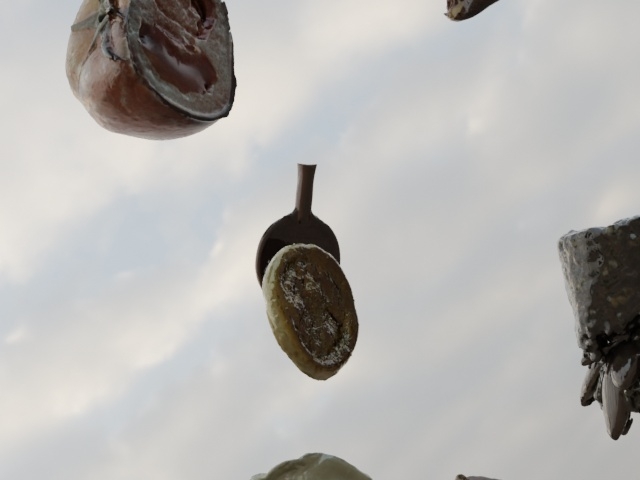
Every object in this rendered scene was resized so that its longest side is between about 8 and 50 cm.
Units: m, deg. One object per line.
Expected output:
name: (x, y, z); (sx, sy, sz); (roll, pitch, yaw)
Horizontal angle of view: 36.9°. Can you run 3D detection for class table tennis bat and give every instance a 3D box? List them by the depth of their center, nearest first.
table tennis bat: (0.000, 0.000, 1.058); (0.108, 0.119, 0.169); (3, -86, -27)

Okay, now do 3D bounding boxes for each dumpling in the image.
dumpling: (-0.016, 0.424, 1.477); (0.258, 0.193, 0.147); (0, -8, -10)

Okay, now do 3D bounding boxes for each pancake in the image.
pancake: (-0.006, 0.073, 1.016); (0.028, 0.158, 0.158); (-21, -18, 32)

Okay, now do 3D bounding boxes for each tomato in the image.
tomato: (-0.199, -0.203, 1.038); (0.155, 0.214, 0.181); (-22, -34, 35)

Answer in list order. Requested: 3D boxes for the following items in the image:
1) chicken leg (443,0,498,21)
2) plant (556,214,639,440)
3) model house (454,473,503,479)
chicken leg: (0.278, -0.274, 0.776); (0.407, 0.095, 0.158); (-17, 3, 22)
plant: (0.449, 0.129, 1.406); (0.194, 0.320, 0.181); (-15, -4, 19)
model house: (0.245, 0.527, 1.675); (0.220, 0.229, 0.199); (-30, -41, -33)
